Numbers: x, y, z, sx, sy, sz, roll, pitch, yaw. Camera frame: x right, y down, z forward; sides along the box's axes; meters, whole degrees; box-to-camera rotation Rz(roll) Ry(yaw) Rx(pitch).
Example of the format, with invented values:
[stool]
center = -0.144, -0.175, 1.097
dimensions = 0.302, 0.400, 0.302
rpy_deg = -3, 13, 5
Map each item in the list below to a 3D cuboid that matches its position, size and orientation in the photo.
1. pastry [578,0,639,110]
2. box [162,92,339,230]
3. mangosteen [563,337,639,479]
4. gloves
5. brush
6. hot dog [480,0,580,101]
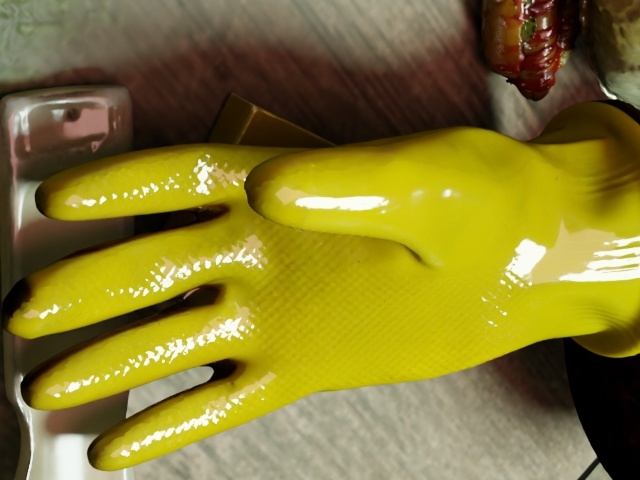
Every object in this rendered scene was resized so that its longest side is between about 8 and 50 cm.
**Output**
[pastry]
center = 0.169, -0.128, 0.810
dimensions = 0.153, 0.081, 0.153
rpy_deg = -17, 109, -59
[box]
center = 0.000, 0.000, 0.800
dimensions = 0.156, 0.022, 0.089
rpy_deg = 21, 99, -43
[mangosteen]
center = 0.238, 0.048, 0.905
dimensions = 0.265, 0.228, 0.228
rpy_deg = -42, 149, -73
[gloves]
center = 0.007, 0.018, 0.737
dimensions = 0.294, 0.116, 0.133
rpy_deg = -10, 105, -28
[brush]
center = -0.110, 0.092, 0.749
dimensions = 0.060, 0.050, 0.321
rpy_deg = -9, 109, -32
[hot dog]
center = 0.098, -0.132, 0.799
dimensions = 0.062, 0.038, 0.144
rpy_deg = -19, 123, -30
